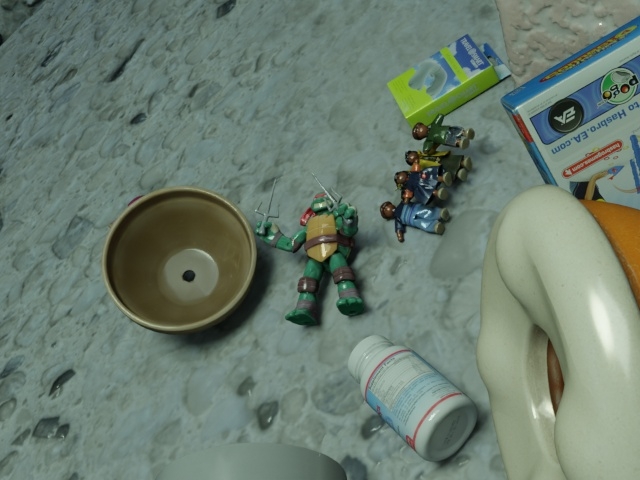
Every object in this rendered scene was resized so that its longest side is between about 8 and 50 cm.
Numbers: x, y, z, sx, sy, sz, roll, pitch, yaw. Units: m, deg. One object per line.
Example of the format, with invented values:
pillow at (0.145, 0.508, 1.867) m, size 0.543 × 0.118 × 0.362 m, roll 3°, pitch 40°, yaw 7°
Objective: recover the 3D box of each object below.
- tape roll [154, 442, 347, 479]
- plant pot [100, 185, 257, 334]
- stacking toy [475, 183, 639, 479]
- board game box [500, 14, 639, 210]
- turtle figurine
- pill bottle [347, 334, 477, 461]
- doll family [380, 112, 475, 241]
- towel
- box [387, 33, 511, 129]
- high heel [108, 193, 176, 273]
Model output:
tape roll at (-0.076, 0.305, 0.825) m, size 0.219 × 0.219 × 0.072 m, roll -21°, pitch 46°, yaw 19°
plant pot at (-0.215, 0.042, 1.184) m, size 0.237 × 0.110 × 0.238 m, roll 0°, pitch 68°, yaw 0°
stacking toy at (0.397, 0.106, 0.632) m, size 0.479 × 0.351 × 0.351 m, roll -6°, pitch 48°, yaw 0°
board game box at (0.393, -0.090, 0.761) m, size 0.308 × 0.302 × 0.086 m, roll -29°, pitch 14°, yaw 11°
turtle figurine at (0.000, 0.000, 1.097) m, size 0.175 × 0.118 × 0.234 m, roll -26°, pitch 59°, yaw 36°
pill bottle at (0.104, 0.182, 0.896) m, size 0.087 × 0.087 × 0.160 m, roll -46°, pitch 43°, yaw -6°
doll family at (0.151, -0.092, 1.098) m, size 0.111 × 0.076 × 0.193 m, roll 15°, pitch 69°, yaw 36°
towel at (0.356, -0.264, 0.909) m, size 0.316 × 0.332 × 0.053 m, roll 18°, pitch 54°, yaw 41°
box at (0.207, -0.262, 1.220) m, size 0.178 × 0.042 × 0.109 m, roll -31°, pitch 44°, yaw 11°
high heel at (-0.285, -0.012, 1.344) m, size 0.117 × 0.082 × 0.244 m, roll -41°, pitch 38°, yaw -15°
